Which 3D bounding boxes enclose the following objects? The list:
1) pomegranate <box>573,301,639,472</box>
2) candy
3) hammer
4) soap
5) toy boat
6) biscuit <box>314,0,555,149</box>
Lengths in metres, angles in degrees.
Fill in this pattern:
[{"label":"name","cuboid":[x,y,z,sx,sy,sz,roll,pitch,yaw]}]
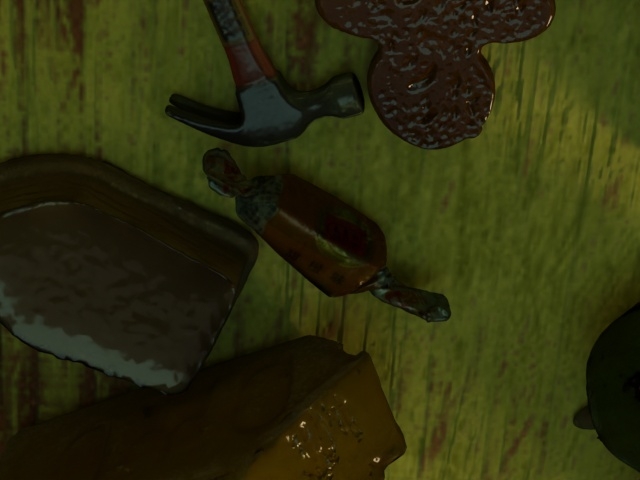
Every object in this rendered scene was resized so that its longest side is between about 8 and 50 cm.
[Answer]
[{"label":"pomegranate","cuboid":[0.215,0.098,1.130,0.122,0.122,0.161,27,153,-12]},{"label":"candy","cuboid":[0.000,0.000,1.109,0.182,0.053,0.046,33,127,-15]},{"label":"hammer","cuboid":[-0.074,-0.179,1.028,0.111,0.033,0.287,-18,115,10]},{"label":"soap","cuboid":[-0.077,0.145,1.128,0.258,0.160,0.080,-19,114,11]},{"label":"toy boat","cuboid":[-0.141,0.016,1.117,0.188,0.061,0.116,23,117,-9]},{"label":"biscuit","cuboid":[0.066,-0.148,1.038,0.138,0.031,0.205,0,118,3]}]
